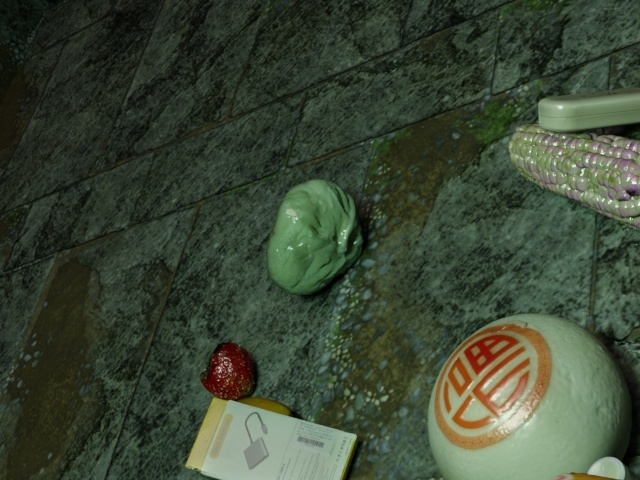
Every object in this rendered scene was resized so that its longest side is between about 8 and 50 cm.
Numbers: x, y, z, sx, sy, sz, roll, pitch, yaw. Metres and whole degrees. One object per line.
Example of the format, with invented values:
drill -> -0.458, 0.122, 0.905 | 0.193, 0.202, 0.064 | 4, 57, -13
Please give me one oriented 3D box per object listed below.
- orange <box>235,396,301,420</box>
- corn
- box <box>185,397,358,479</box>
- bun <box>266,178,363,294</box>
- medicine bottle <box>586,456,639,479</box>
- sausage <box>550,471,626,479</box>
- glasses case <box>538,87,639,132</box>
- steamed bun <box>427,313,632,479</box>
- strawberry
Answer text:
orange -> -0.117, 0.318, 1.860 | 0.170, 0.112, 0.160 | -36, 34, -2
corn -> 0.402, -0.104, 1.685 | 0.127, 0.126, 0.335 | -53, 33, -7
box -> -0.074, 0.331, 1.756 | 0.247, 0.033, 0.129 | 13, 64, 19
bun -> 0.000, 0.000, 2.005 | 0.126, 0.204, 0.213 | 21, 107, 29
medicine bottle -> 0.360, 0.300, 1.359 | 0.052, 0.089, 0.052 | -30, 38, 26
sausage -> 0.361, 0.370, 1.167 | 0.287, 0.233, 0.233 | -2, 55, 48
glasses case -> 0.422, -0.197, 1.712 | 0.196, 0.050, 0.083 | -9, 17, -21
steamed bun -> 0.255, 0.217, 1.478 | 0.283, 0.177, 0.283 | -30, 38, 26
strawberry -> -0.157, 0.233, 2.002 | 0.106, 0.106, 0.106 | -29, 39, 26
